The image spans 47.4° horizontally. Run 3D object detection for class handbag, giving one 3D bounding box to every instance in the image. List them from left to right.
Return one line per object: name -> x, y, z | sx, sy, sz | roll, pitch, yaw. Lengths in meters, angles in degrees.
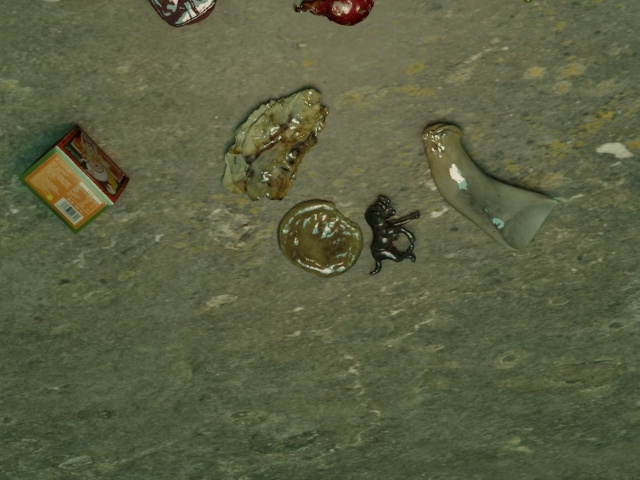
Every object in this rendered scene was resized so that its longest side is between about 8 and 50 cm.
handbag -> -0.332, -0.598, 1.646 | 0.146, 0.135, 0.225 | -27, 111, 6

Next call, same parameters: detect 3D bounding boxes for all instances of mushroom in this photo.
mushroom -> 0.402, -0.142, 1.875 | 0.397, 0.126, 0.177 | 33, 100, -14

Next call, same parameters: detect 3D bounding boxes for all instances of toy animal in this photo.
toy animal -> 0.187, -0.010, 1.968 | 0.148, 0.084, 0.233 | 10, 122, 13

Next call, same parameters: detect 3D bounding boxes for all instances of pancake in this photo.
pancake -> 0.000, 0.001, 1.979 | 0.222, 0.042, 0.236 | -26, 113, 9

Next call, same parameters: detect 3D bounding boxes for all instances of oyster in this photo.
oyster -> -0.119, -0.235, 1.835 | 0.201, 0.107, 0.355 | 25, 112, -16

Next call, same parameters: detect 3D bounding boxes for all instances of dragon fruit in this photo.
dragon fruit -> 0.031, -0.543, 1.704 | 0.190, 0.094, 0.094 | -5, 115, 7

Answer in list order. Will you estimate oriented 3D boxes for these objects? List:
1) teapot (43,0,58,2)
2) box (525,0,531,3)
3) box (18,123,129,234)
teapot -> -0.563, -0.672, 1.568 | 0.280, 0.252, 0.424 | 52, 131, 20
box -> 0.426, -0.710, 1.654 | 0.311, 0.043, 0.173 | 38, 110, -16
box -> -0.607, -0.157, 1.823 | 0.148, 0.177, 0.195 | -36, 110, 15
